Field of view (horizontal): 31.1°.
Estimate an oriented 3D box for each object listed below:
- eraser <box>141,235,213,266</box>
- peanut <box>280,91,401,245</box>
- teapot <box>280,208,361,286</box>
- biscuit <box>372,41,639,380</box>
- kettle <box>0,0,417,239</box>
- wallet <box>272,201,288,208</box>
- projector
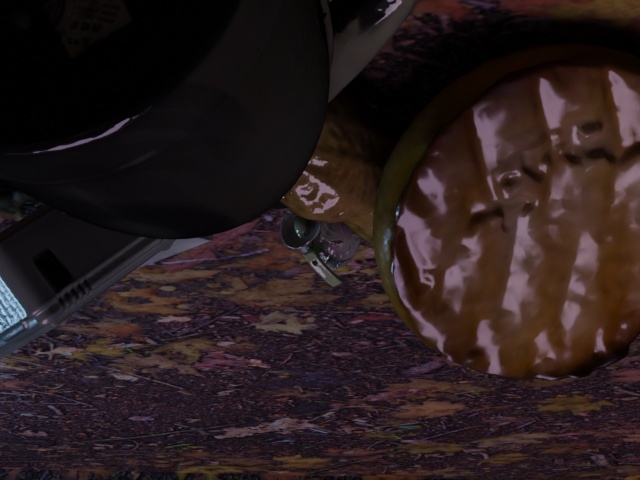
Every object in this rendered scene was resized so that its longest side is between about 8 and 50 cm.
[{"bbox_3d":[-0.204,-0.002,1.275,0.150,0.023,0.104,-18,154,40],"label":"eraser"},{"bbox_3d":[0.019,-0.059,0.973,0.095,0.108,0.226,-9,149,45],"label":"peanut"},{"bbox_3d":[0.000,0.000,1.099,0.064,0.083,0.064,-26,148,32],"label":"teapot"},{"bbox_3d":[0.184,-0.024,0.947,0.296,0.102,0.296,-7,119,-12],"label":"biscuit"},{"bbox_3d":[-0.066,-0.133,0.696,0.321,0.228,0.324,-35,162,1],"label":"kettle"},{"bbox_3d":[0.065,-0.056,1.115,0.250,0.044,0.149,3,163,-14],"label":"wallet"},{"bbox_3d":[-0.261,0.028,1.111,0.192,0.099,0.256,-40,-172,-36],"label":"projector"}]
